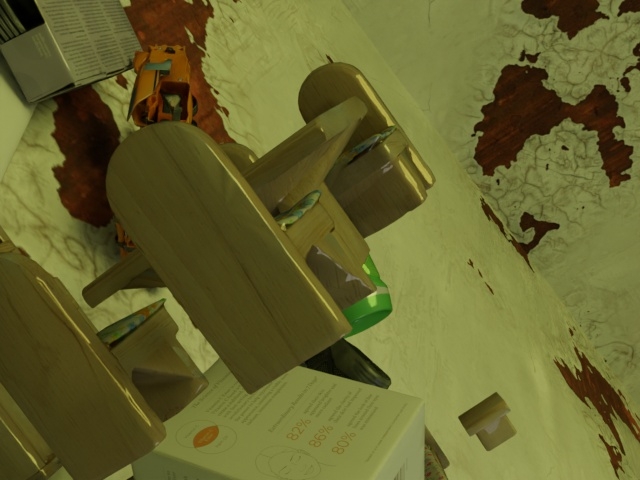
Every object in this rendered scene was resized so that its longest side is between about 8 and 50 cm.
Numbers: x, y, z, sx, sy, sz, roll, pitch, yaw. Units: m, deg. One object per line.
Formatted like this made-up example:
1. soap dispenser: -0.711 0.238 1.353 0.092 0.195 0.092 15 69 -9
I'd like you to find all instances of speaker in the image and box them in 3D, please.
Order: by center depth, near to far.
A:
1. speaker: 0.000 0.000 1.297 0.131 0.131 0.296 9 52 -61

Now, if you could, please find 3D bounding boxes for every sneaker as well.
1. sneaker: 0.000 0.185 1.123 0.087 0.130 0.227 40 0 -26

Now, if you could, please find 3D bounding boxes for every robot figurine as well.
1. robot figurine: -0.193 -0.089 0.995 0.211 0.085 0.291 96 -6 -47

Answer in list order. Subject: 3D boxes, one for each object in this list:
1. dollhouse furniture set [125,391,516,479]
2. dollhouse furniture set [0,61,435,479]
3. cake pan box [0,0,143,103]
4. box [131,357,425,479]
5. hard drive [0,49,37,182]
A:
1. dollhouse furniture set: -0.003 0.206 0.673 0.174 0.355 0.303 57 0 -2
2. dollhouse furniture set: -0.156 -0.012 0.633 0.256 0.394 0.362 54 22 -5
3. cake pan box: -0.315 -0.295 0.966 0.267 0.070 0.246 -73 139 -70
4. box: -0.027 0.164 0.598 0.130 0.170 0.091 -41 134 -51
5. hard drive: -0.390 -0.209 0.880 0.210 0.040 0.319 43 26 -30
